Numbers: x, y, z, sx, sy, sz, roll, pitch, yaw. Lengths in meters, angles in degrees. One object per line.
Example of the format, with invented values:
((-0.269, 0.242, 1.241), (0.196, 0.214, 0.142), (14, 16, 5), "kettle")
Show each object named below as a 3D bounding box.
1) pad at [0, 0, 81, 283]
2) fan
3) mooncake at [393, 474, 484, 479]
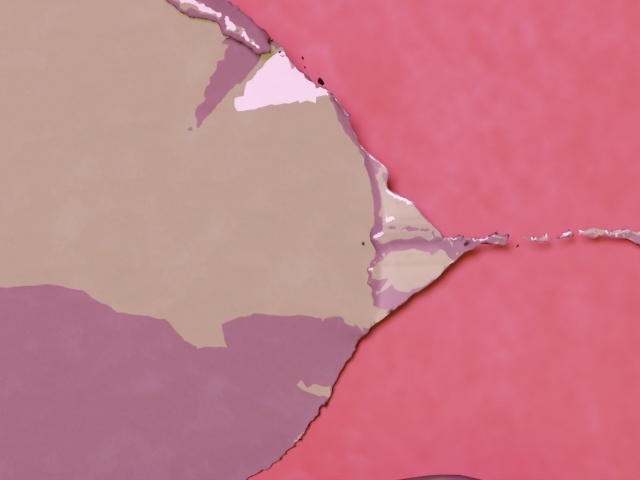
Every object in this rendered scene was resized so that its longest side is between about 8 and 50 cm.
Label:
((-0.151, -0.116, 0.527), (0.174, 0.022, 0.233), (13, 89, 11), "pad")
((0.000, 0.000, 0.492), (0.310, 0.010, 0.182), (0, 94, 7), "fan")
((-0.020, 0.199, 0.420), (0.250, 0.136, 0.254), (-10, 84, 6), "mooncake")
